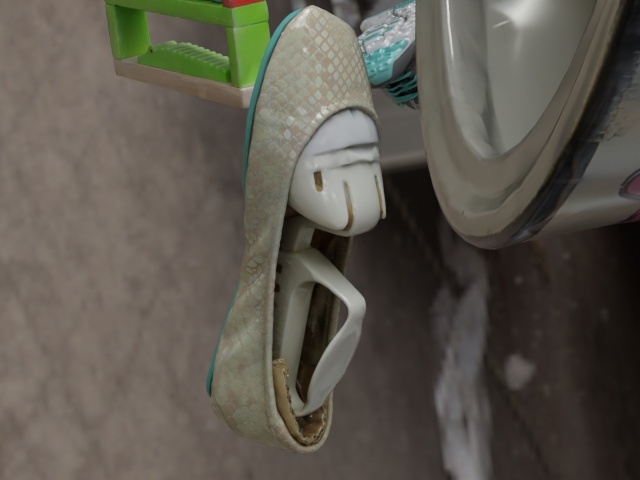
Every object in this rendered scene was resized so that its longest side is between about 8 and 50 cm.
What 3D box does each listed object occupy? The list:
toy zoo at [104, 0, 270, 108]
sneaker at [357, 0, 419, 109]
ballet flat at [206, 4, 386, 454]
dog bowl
[{"bbox_3d":[-0.107,-0.248,1.265,0.030,0.192,0.293,-17,111,-30],"label":"toy zoo"},{"bbox_3d":[0.064,-0.131,1.370,0.076,0.065,0.166,65,18,-12],"label":"sneaker"},{"bbox_3d":[0.000,0.000,0.657,0.057,0.052,0.168,-16,125,-46],"label":"ballet flat"},{"bbox_3d":[0.152,-0.192,0.703,0.408,0.150,0.408,-174,-90,-81],"label":"dog bowl"}]
